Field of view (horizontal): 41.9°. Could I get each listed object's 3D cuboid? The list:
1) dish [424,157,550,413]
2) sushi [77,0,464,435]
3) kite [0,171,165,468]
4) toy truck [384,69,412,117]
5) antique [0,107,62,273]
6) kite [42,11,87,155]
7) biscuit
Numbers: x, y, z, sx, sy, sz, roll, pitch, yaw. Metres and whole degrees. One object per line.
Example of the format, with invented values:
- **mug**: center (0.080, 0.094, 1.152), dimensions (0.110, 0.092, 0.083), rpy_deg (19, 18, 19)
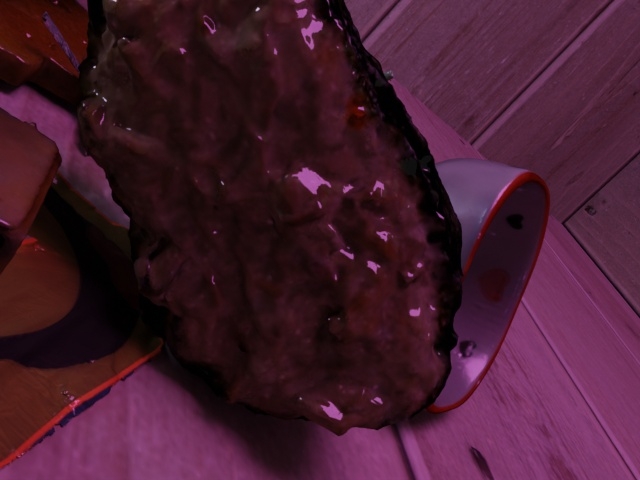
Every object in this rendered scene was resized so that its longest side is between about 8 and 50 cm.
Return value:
- **dish**: center (0.111, 0.032, 0.786), dimensions (0.117, 0.256, 0.256), rpy_deg (22, 7, 26)
- **sushi**: center (-0.032, -0.046, 0.560), dimensions (0.171, 0.211, 0.350), rpy_deg (-45, 117, -74)
- **kite**: center (-0.226, -0.023, 0.480), dimensions (0.327, 0.013, 0.377), rpy_deg (26, 25, -43)
- **toy truck**: center (0.071, -0.148, 1.187), dimensions (0.128, 0.135, 0.259), rpy_deg (10, 55, -64)
- **antique**: center (-0.268, -0.070, 0.331), dimensions (0.310, 0.093, 0.087), rpy_deg (33, 26, -22)
- **kite**: center (-0.196, -0.129, 0.717), dimensions (0.152, 0.005, 0.137), rpy_deg (56, 25, -53)
- **biscuit**: center (-0.265, -0.195, 0.756), dimensions (0.184, 0.035, 0.249), rpy_deg (46, 17, -2)
